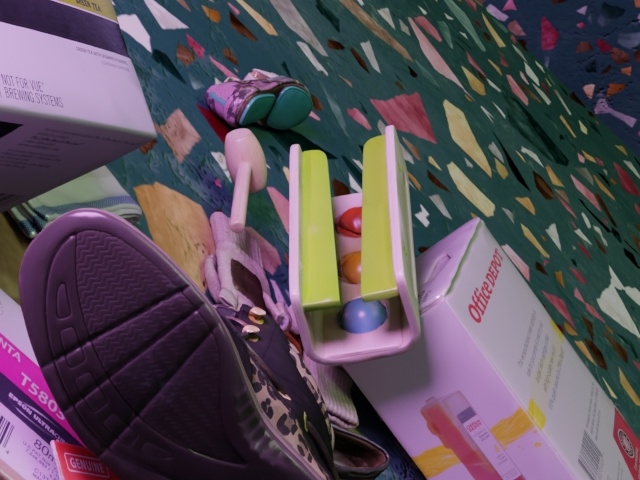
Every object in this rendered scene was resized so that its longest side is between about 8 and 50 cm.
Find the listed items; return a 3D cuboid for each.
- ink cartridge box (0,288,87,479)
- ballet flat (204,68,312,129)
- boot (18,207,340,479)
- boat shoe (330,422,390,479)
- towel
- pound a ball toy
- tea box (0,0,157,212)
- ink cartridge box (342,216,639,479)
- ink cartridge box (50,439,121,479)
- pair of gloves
[{"bbox_3d":[-0.263,0.135,1.283,0.235,0.088,0.193,44,24,-18],"label":"ink cartridge box"},{"bbox_3d":[-0.083,-0.189,2.167,0.079,0.077,0.221,36,18,17],"label":"ballet flat"},{"bbox_3d":[-0.096,0.113,1.345,0.377,0.138,0.284,50,6,-13],"label":"boot"},{"bbox_3d":[-0.016,0.203,1.668,0.223,0.073,0.080,28,31,-44],"label":"boat shoe"},{"bbox_3d":[-0.305,-0.122,1.677,0.285,0.034,0.209,55,22,10],"label":"towel"},{"bbox_3d":[0.000,0.000,1.857,0.319,0.208,0.135,-92,168,-50],"label":"pound a ball toy"},{"bbox_3d":[-0.346,-0.204,1.371,0.329,0.220,0.323,6,64,-66],"label":"tea box"},{"bbox_3d":[0.216,0.201,1.959,0.384,0.160,0.279,54,22,-9],"label":"ink cartridge box"},{"bbox_3d":[-0.084,0.284,1.289,0.296,0.066,0.261,30,41,-65],"label":"ink cartridge box"},{"bbox_3d":[-0.034,0.084,1.863,0.240,0.042,0.204,42,23,-23],"label":"pair of gloves"}]
